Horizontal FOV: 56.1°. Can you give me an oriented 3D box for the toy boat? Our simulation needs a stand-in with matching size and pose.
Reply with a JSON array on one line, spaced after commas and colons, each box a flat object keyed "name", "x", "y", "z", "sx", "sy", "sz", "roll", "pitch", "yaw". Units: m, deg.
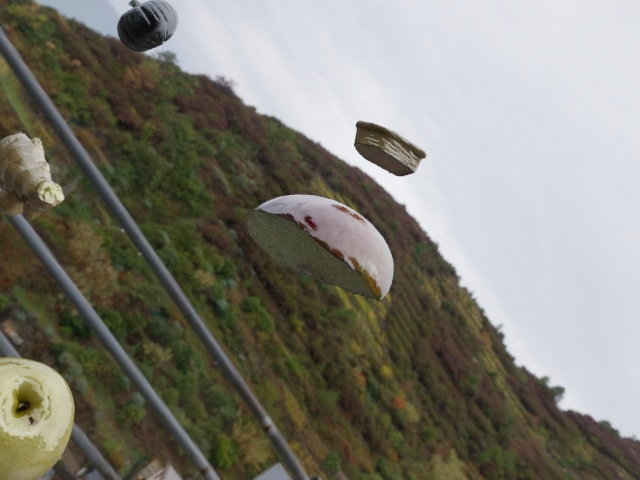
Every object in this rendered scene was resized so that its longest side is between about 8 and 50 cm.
[{"name": "toy boat", "x": 0.158, "y": -0.225, "z": 1.477, "sx": 0.188, "sy": 0.061, "sz": 0.116, "roll": 27, "pitch": -10, "yaw": -18}]

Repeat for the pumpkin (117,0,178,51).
[{"name": "pumpkin", "x": -0.530, "y": -0.662, "z": 1.852, "sx": 0.150, "sy": 0.194, "sz": 0.194, "roll": 57, "pitch": -4, "yaw": -40}]

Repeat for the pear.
[{"name": "pear", "x": -0.743, "y": 0.430, "z": 1.407, "sx": 0.309, "sy": 0.309, "sz": 0.309, "roll": 55, "pitch": -3, "yaw": 4}]

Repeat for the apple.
[{"name": "apple", "x": 0.000, "y": 0.000, "z": 1.234, "sx": 0.346, "sy": 0.254, "sz": 0.179, "roll": 18, "pitch": -73, "yaw": 46}]

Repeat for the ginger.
[{"name": "ginger", "x": -0.893, "y": -0.168, "z": 1.777, "sx": 0.166, "sy": 0.236, "sz": 0.375, "roll": 52, "pitch": 0, "yaw": -42}]
